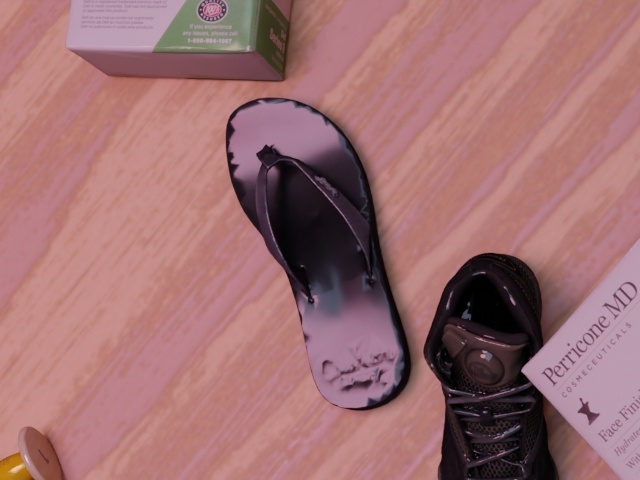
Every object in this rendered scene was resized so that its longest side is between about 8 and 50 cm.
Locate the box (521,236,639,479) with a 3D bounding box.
[{"bbox_3d":[0.254,0.046,0.964,0.119,0.182,0.181,48,123,19],"label":"box"}]

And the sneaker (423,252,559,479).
[{"bbox_3d":[0.114,0.121,1.049,0.087,0.130,0.227,-1,88,16],"label":"sneaker"}]

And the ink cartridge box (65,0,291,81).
[{"bbox_3d":[-0.100,-0.237,1.200,0.154,0.093,0.212,2,82,16],"label":"ink cartridge box"}]

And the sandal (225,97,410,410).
[{"bbox_3d":[0.001,0.000,1.144,0.097,0.054,0.254,-27,74,10],"label":"sandal"}]

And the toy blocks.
[{"bbox_3d":[-0.260,0.228,1.179,0.148,0.054,0.123,-28,73,10],"label":"toy blocks"}]
